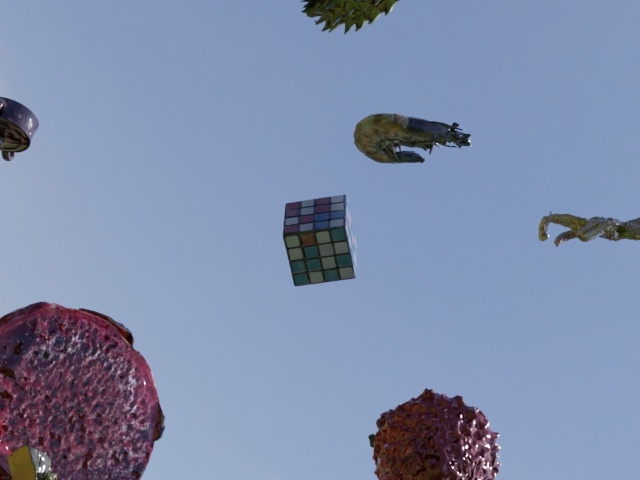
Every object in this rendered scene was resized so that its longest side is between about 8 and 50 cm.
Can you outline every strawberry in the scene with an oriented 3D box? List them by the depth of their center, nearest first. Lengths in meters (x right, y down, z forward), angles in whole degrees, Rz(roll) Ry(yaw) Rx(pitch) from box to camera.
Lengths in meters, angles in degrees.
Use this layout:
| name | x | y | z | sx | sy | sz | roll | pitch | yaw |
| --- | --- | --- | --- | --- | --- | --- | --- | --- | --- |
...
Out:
| name | x | y | z | sx | sy | sz | roll | pitch | yaw |
| --- | --- | --- | --- | --- | --- | --- | --- | --- | --- |
| strawberry | 0.184 | 0.371 | 2.332 | 0.234 | 0.234 | 0.178 | 54 | 12 | 0 |

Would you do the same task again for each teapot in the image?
| name | x | y | z | sx | sy | sz | roll | pitch | yaw |
| --- | --- | --- | --- | --- | --- | --- | --- | --- | --- |
| teapot | -0.333 | -0.115 | 1.462 | 0.068 | 0.045 | 0.100 | 12 | -32 | 6 |

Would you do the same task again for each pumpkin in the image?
| name | x | y | z | sx | sy | sz | roll | pitch | yaw |
| --- | --- | --- | --- | --- | --- | --- | --- | --- | --- |
| pumpkin | -0.376 | 0.318 | 1.844 | 0.074 | 0.054 | 0.083 | 61 | 14 | -68 |

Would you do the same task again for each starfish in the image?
| name | x | y | z | sx | sy | sz | roll | pitch | yaw |
| --- | --- | --- | --- | --- | --- | --- | --- | --- | --- |
| starfish | 0.395 | -0.022 | 1.864 | 0.210 | 0.150 | 0.053 | -3 | -81 | 51 |

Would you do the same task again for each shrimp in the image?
| name | x | y | z | sx | sy | sz | roll | pitch | yaw |
| --- | --- | --- | --- | --- | --- | --- | --- | --- | --- |
| shrimp | 0.123 | -0.137 | 1.892 | 0.091 | 0.161 | 0.034 | 106 | -15 | -50 |

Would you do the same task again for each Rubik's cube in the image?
| name | x | y | z | sx | sy | sz | roll | pitch | yaw |
| --- | --- | --- | --- | --- | --- | --- | --- | --- | --- |
| Rubik's cube | 0.000 | 0.000 | 2.005 | 0.092 | 0.092 | 0.092 | -88 | 168 | -57 |

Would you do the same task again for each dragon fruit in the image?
| name | x | y | z | sx | sy | sz | roll | pitch | yaw |
| --- | --- | --- | --- | --- | --- | --- | --- | --- | --- |
| dragon fruit | -0.455 | 0.290 | 2.208 | 0.249 | 0.371 | 0.386 | -5 | -86 | 55 |

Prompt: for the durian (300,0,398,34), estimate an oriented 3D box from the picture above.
| name | x | y | z | sx | sy | sz | roll | pitch | yaw |
| --- | --- | --- | --- | --- | --- | --- | --- | --- | --- |
| durian | 0.096 | -0.402 | 1.717 | 0.158 | 0.352 | 0.169 | 38 | 17 | 0 |
